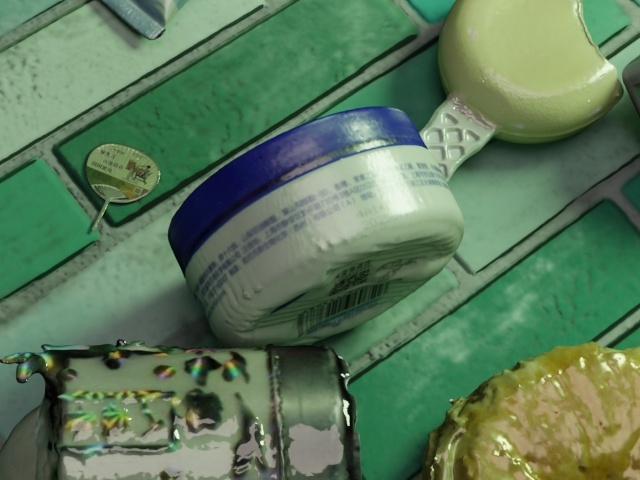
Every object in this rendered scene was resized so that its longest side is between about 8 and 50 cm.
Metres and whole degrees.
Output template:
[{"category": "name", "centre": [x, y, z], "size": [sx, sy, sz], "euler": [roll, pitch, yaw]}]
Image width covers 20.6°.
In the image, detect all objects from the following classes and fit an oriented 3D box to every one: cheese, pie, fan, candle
[{"category": "cheese", "centre": [0.136, -0.140, 1.456], "size": [0.248, 0.071, 0.163], "euler": [-25, 69, -17]}, {"category": "pie", "centre": [0.230, 0.226, 1.278], "size": [0.339, 0.083, 0.339], "euler": [4, 61, -6]}, {"category": "fan", "centre": [-0.157, -0.045, 1.409], "size": [0.060, 0.003, 0.080], "euler": [-5, 64, -8]}, {"category": "candle", "centre": [-0.127, 0.161, 1.213], "size": [0.330, 0.187, 0.187], "euler": [0, 64, -5]}]

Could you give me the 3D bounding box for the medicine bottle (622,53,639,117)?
[{"category": "medicine bottle", "centre": [0.355, -0.143, 1.453], "size": [0.188, 0.094, 0.119], "euler": [-37, 105, -24]}]

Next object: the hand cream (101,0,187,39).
[{"category": "hand cream", "centre": [-0.084, -0.274, 1.512], "size": [0.088, 0.055, 0.256], "euler": [41, 73, 14]}]

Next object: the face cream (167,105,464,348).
[{"category": "face cream", "centre": [0.000, 0.000, 1.293], "size": [0.206, 0.206, 0.111], "euler": [-20, 70, -16]}]
